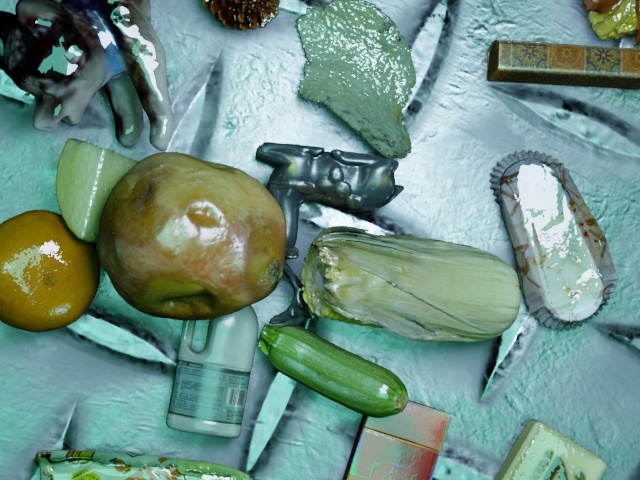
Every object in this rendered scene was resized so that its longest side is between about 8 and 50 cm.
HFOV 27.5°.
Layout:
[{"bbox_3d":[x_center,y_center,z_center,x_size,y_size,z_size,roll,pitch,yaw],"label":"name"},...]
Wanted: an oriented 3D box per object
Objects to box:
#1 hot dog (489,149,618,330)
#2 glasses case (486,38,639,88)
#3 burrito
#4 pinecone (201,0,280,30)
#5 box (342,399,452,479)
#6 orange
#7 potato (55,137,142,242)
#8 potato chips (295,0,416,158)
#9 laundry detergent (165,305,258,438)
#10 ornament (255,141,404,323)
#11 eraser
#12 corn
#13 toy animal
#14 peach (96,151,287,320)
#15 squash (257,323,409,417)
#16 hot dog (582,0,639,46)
[{"bbox_3d":[0.310,-0.004,1.752,0.131,0.069,0.253,-22,87,4],"label":"hot dog"},{"bbox_3d":[0.339,-0.239,1.759,0.218,0.075,0.049,2,84,-4],"label":"glasses case"},{"bbox_3d":[-0.232,0.330,1.693,0.288,0.054,0.104,5,87,-5],"label":"burrito"},{"bbox_3d":[-0.099,-0.321,1.714,0.102,0.102,0.109,-47,62,-5],"label":"pinecone"},{"bbox_3d":[0.095,0.295,1.726,0.112,0.048,0.175,17,86,-4],"label":"box"},{"bbox_3d":[-0.359,0.039,1.661,0.156,0.124,0.156,-3,99,-21],"label":"orange"},{"bbox_3d":[-0.280,-0.056,1.680,0.081,0.149,0.120,16,88,29],"label":"potato"},{"bbox_3d":[0.053,-0.210,1.739,0.167,0.059,0.228,0,75,-15],"label":"potato chips"},{"bbox_3d":[-0.135,0.140,1.703,0.099,0.070,0.226,9,87,3],"label":"laundry detergent"},{"bbox_3d":[0.000,0.000,1.719,0.202,0.080,0.236,8,84,-2],"label":"ornament"},{"bbox_3d":[0.290,0.339,1.737,0.117,0.058,0.172,32,85,-2],"label":"eraser"},{"bbox_3d":[0.117,0.058,1.670,0.305,0.122,0.123,7,101,-27],"label":"corn"},{"bbox_3d":[-0.301,-0.300,1.623,0.302,0.194,0.344,20,83,-25],"label":"toy animal"},{"bbox_3d":[-0.151,-0.001,1.600,0.235,0.214,0.214,14,86,21],"label":"peach"},{"bbox_3d":[0.015,0.169,1.693,0.219,0.077,0.068,26,79,17],"label":"squash"},{"bbox_3d":[0.451,-0.344,1.760,0.213,0.103,0.146,-15,88,-7],"label":"hot dog"}]
